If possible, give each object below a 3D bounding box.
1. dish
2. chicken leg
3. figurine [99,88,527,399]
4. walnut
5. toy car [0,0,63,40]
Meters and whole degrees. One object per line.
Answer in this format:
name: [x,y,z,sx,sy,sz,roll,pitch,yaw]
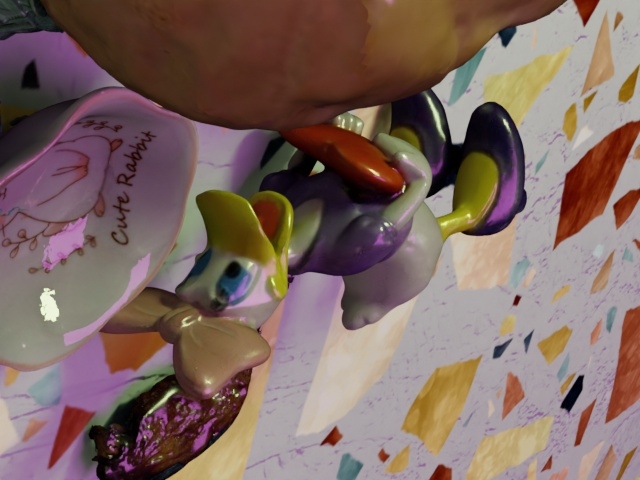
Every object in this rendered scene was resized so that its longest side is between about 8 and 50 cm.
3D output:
dish: [-0.186,-0.021,1.141,0.229,0.081,0.229,-40,152,-27]
chicken leg: [-0.100,0.116,1.422,0.253,0.051,0.106,-51,143,-22]
figurine: [0.004,-0.005,1.374,0.421,0.154,0.193,-17,126,-47]
walnut: [-0.016,-0.232,0.925,0.383,0.383,0.383,-37,142,-36]
toy car: [-0.208,-0.177,0.982,0.186,0.093,0.058,50,41,-57]
